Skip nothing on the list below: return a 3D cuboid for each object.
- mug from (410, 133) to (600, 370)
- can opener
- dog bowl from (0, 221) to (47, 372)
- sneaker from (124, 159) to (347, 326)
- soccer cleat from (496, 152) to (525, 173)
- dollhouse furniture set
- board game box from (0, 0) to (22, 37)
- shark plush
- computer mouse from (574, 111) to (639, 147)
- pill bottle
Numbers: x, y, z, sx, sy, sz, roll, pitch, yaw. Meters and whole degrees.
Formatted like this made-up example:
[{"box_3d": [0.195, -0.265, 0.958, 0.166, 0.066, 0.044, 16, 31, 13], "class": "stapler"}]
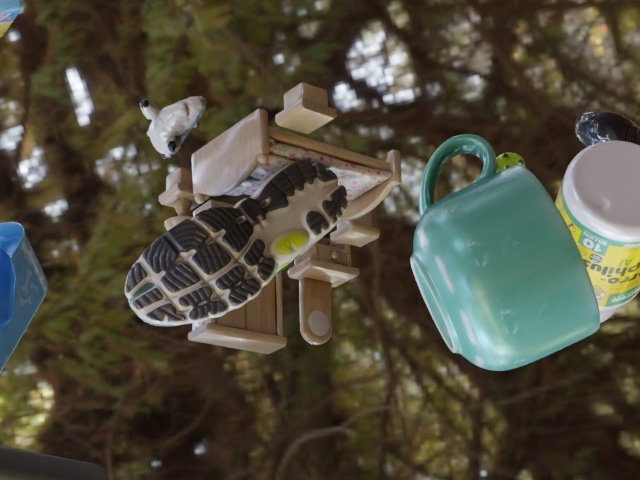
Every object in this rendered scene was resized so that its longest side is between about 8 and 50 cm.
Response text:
[{"box_3d": [0.117, 0.017, 0.905, 0.158, 0.097, 0.129, -118, 4, -52], "class": "mug"}, {"box_3d": [-0.320, 0.207, 1.178, 0.280, 0.074, 0.093, 23, -157, -39], "class": "can opener"}, {"box_3d": [-0.394, 0.100, 1.381, 0.074, 0.166, 0.297, 56, -149, -28], "class": "dog bowl"}, {"box_3d": [-0.084, 0.019, 1.347, 0.275, 0.110, 0.107, -29, -103, -32], "class": "sneaker"}, {"box_3d": [0.270, -0.065, 1.988, 0.072, 0.060, 0.179, 106, -171, -52], "class": "soccer cleat"}, {"box_3d": [0.000, 0.000, 1.474, 0.303, 0.355, 0.174, 13, -116, -33], "class": "dollhouse furniture set"}, {"box_3d": [-0.347, -0.311, 1.193, 0.316, 0.064, 0.242, -163, 60, -72], "class": "board game box"}, {"box_3d": [-0.174, -0.130, 1.600, 0.073, 0.067, 0.161, 53, 164, 18], "class": "shark plush"}, {"box_3d": [0.375, -0.108, 1.571, 0.242, 0.071, 0.041, 18, -105, -53], "class": "computer mouse"}, {"box_3d": [0.293, 0.001, 1.342, 0.208, 0.117, 0.118, 96, -178, -57], "class": "pill bottle"}]
